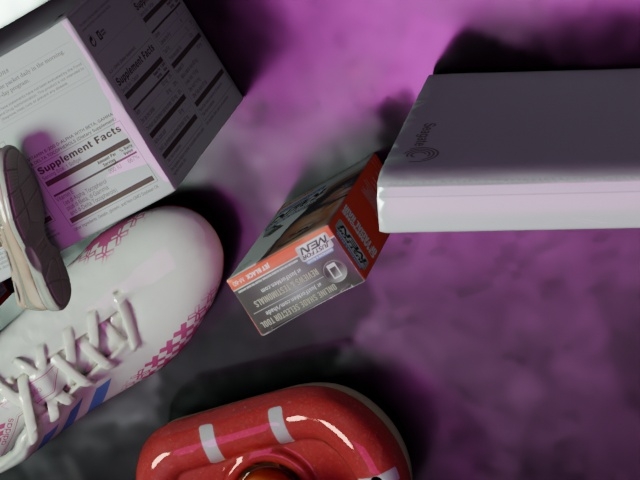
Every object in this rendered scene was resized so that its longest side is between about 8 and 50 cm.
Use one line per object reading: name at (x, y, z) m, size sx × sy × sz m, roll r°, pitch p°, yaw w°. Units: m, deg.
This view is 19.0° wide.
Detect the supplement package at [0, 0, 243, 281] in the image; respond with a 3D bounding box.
supplement package at (-0.222, -0.078, 1.424) m, size 0.262 × 0.204 × 0.145 m, roll -26°, pitch 106°, yaw 21°

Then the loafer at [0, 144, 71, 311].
loafer at (-0.211, -0.005, 1.316) m, size 0.039 × 0.045 × 0.125 m, roll -8°, pitch 115°, yaw 22°

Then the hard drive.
hard drive at (0.232, -0.068, 1.307) m, size 0.353 × 0.233 × 0.047 m, roll -1°, pitch 112°, yaw 13°

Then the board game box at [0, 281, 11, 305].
board game box at (-0.335, -0.003, 1.512) m, size 0.045 × 0.147 × 0.193 m, roll -23°, pitch 105°, yaw 21°

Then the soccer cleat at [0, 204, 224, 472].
soccer cleat at (-0.208, 0.103, 1.526) m, size 0.331 × 0.143 × 0.116 m, roll -39°, pitch 98°, yaw 23°

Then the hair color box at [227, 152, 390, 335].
hair color box at (0.000, 0.000, 1.424) m, size 0.093 × 0.167 × 0.053 m, roll -29°, pitch 102°, yaw 21°

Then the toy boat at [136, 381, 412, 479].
toy boat at (-0.042, 0.210, 1.523) m, size 0.231 × 0.151 × 0.151 m, roll -18°, pitch 107°, yaw 15°
